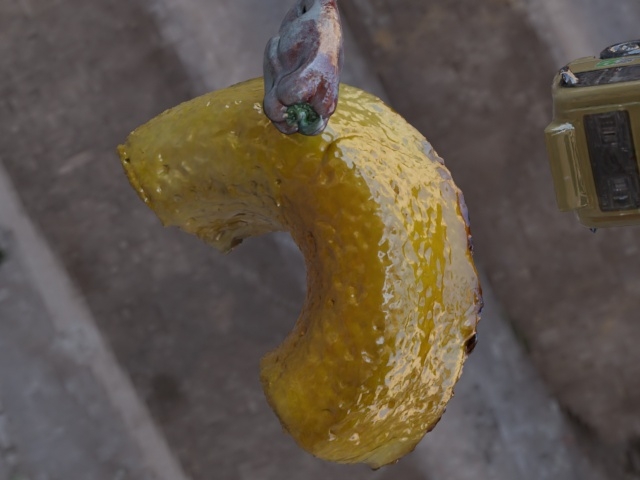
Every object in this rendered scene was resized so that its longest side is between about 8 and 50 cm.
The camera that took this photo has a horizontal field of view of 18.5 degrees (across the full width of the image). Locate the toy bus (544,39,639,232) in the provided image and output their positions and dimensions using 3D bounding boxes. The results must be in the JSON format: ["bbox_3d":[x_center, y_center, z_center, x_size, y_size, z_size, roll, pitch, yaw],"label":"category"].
[{"bbox_3d":[0.404,-0.114,1.949,0.202,0.365,0.177,-40,120,-59],"label":"toy bus"}]

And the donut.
[{"bbox_3d":[0.001,-0.007,1.147,0.259,0.152,0.101,55,21,15],"label":"donut"}]

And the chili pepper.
[{"bbox_3d":[-0.008,-0.105,1.105,0.153,0.050,0.041,-87,156,-47],"label":"chili pepper"}]
